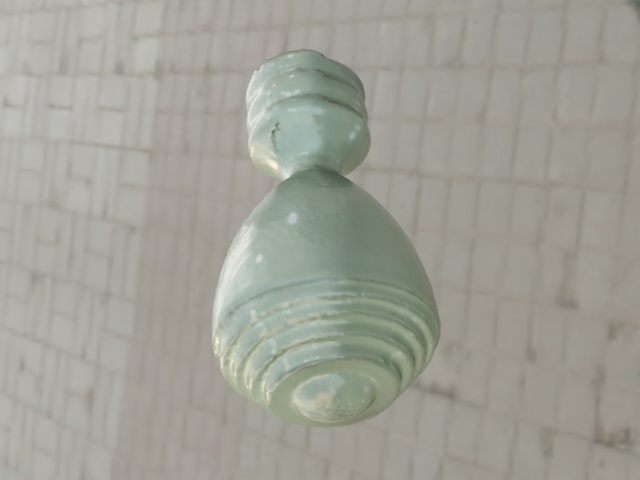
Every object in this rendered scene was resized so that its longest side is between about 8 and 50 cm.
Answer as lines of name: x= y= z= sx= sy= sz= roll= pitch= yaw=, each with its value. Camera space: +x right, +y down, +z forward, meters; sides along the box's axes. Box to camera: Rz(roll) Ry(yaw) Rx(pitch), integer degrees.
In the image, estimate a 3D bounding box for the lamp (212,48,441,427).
lamp: x=0.000 y=0.000 z=0.765 sx=0.106 sy=0.106 sz=0.193 roll=-50 pitch=34 yaw=46
